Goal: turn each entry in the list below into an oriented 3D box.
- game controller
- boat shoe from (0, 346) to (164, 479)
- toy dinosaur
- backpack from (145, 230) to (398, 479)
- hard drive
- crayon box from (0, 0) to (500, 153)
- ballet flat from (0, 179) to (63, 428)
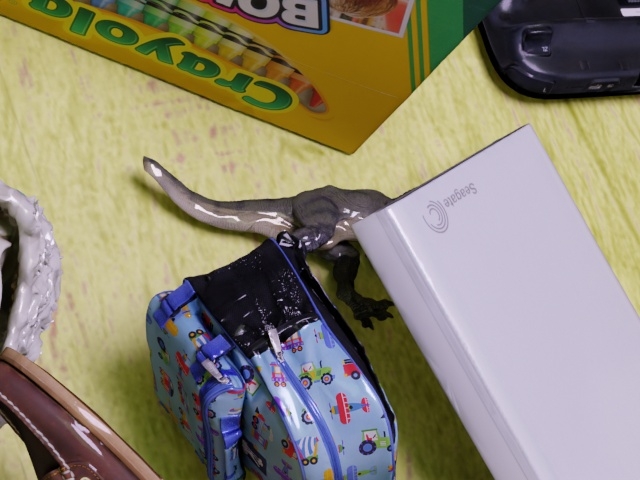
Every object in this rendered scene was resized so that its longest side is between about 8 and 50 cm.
[{"bbox_3d":[0.279,-0.208,1.308,0.319,0.067,0.166,-5,59,-25],"label":"game controller"},{"bbox_3d":[-0.132,0.154,0.878,0.207,0.073,0.073,43,76,-3],"label":"boat shoe"},{"bbox_3d":[0.000,0.000,1.099,0.268,0.064,0.118,3,54,-23],"label":"toy dinosaur"},{"bbox_3d":[-0.027,0.109,0.971,0.117,0.158,0.173,-25,59,-20],"label":"backpack"},{"bbox_3d":[0.180,0.101,1.082,0.233,0.047,0.353,-30,90,-52],"label":"hard drive"},{"bbox_3d":[-0.067,-0.224,1.010,0.363,0.313,0.106,21,61,-14],"label":"crayon box"},{"bbox_3d":[-0.273,0.129,0.894,0.147,0.147,0.409,25,64,-13],"label":"ballet flat"}]
